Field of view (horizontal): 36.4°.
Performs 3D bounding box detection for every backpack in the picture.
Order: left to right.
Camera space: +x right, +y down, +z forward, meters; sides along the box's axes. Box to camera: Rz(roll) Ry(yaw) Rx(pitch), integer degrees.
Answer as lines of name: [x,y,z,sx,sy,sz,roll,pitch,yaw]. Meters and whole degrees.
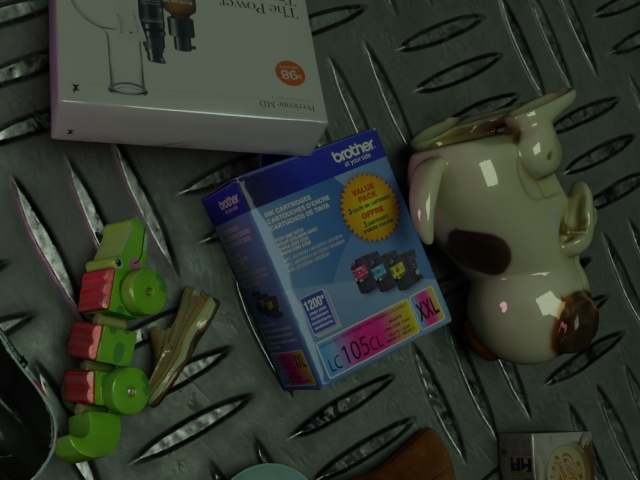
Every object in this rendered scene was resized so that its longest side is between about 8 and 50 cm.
backpack: [-0.457,0.218,1.191,0.225,0.191,0.253,-41,94,-26]

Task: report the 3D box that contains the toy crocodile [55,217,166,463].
toy crocodile: [-0.295,0.132,1.323,0.105,0.115,0.341,25,67,-49]

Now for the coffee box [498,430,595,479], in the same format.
coffee box: [0.390,0.452,1.662,0.141,0.098,0.247,5,78,-28]

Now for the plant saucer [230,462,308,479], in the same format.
plant saucer: [-0.084,0.429,1.443,0.194,0.037,0.195,6,78,-28]

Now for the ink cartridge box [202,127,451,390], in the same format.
ink cartridge box: [0.000,0.000,1.509,0.270,0.151,0.396,-24,91,-30]

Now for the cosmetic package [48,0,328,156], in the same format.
cosmetic package: [-0.195,-0.271,1.405,0.377,0.097,0.285,2,62,-21]

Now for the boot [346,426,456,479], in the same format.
boot: [0.124,0.468,1.535,0.280,0.096,0.264,-20,89,-45]

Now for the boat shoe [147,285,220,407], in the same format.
boat shoe: [-0.220,0.150,1.414,0.072,0.068,0.190,32,57,-7]

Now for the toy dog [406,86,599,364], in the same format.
toy dog: [0.318,0.002,1.584,0.395,0.284,0.408,-42,113,-57]
